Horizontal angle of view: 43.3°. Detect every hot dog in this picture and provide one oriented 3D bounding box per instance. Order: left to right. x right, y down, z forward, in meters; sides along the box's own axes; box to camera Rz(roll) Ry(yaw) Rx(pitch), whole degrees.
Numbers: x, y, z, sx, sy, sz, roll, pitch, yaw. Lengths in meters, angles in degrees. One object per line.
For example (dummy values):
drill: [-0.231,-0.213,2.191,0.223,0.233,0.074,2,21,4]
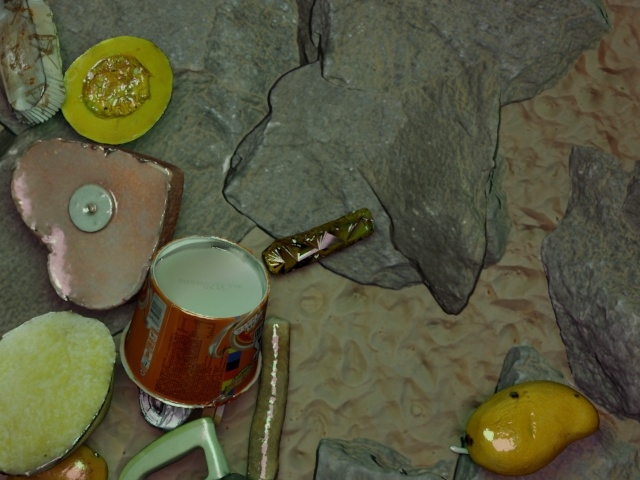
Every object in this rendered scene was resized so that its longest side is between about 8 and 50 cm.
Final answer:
hot dog: [-0.542,-0.337,1.486,0.144,0.075,0.268,-22,73,23]

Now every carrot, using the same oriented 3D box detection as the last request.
carrot: [0.000,0.001,1.523,0.228,0.069,0.069,-22,82,-13]

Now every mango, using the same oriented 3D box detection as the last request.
mango: [-0.444,0.397,1.367,0.164,0.089,0.115,8,87,-3]
mango: [0.384,0.344,1.486,0.262,0.109,0.157,-11,69,-18]

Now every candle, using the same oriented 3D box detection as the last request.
candle: [-0.369,-0.056,1.420,0.287,0.131,0.317,-33,88,12]

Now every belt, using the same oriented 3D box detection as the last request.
belt: [-0.272,0.269,1.432,0.105,0.058,0.140,4,74,-13]

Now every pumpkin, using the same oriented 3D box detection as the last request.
pumpkin: [-0.367,-0.271,1.513,0.217,0.110,0.218,-1,80,7]

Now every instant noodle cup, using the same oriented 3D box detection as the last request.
instant noodle cup: [-0.200,0.126,1.346,0.250,0.192,0.250,12,40,-10]

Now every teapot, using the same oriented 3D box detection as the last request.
teapot: [-0.214,0.490,1.300,0.239,0.239,0.322,-22,101,10]

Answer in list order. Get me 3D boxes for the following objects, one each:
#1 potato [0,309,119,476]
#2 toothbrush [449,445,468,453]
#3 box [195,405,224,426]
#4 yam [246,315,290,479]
potato: [-0.466,0.268,1.358,0.239,0.116,0.299,13,52,5]
toothbrush: [0.319,0.407,1.509,0.162,0.014,0.017,12,91,-5]
box: [-0.192,0.274,1.416,0.037,0.105,0.106,13,77,-15]
yam: [-0.091,0.285,1.452,0.066,0.066,0.300,7,76,-7]
